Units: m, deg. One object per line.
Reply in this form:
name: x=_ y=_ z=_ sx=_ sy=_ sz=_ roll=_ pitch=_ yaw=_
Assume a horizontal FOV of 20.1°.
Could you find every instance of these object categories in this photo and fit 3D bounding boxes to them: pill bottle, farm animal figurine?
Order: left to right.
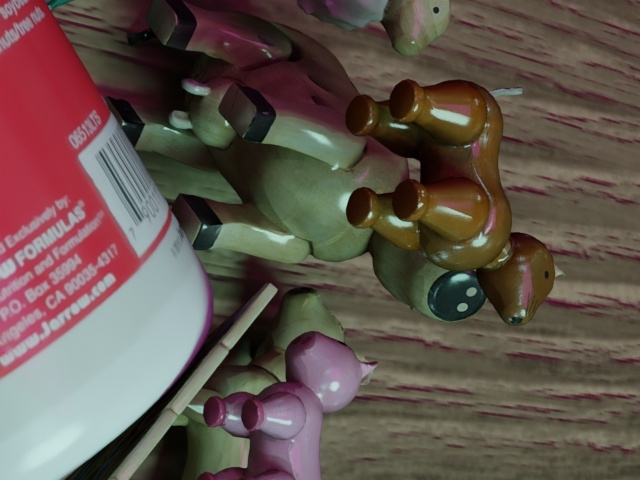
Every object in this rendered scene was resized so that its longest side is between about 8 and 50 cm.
pill bottle: x=-0.236 y=-0.081 z=0.764 sx=0.229 sy=0.229 sz=0.407 roll=-42 pitch=109 yaw=-38
farm animal figurine: x=0.000 y=0.000 z=0.967 sx=0.172 sy=0.330 sz=0.326 roll=10 pitch=46 yaw=-39

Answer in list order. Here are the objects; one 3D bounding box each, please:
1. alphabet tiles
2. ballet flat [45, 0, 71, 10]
alphabet tiles: x=-0.120 y=0.127 z=0.827 sx=0.009 sy=0.237 sz=0.198 roll=41 pitch=55 yaw=-5
ballet flat: x=-0.153 y=-0.147 z=0.957 sx=0.203 sy=0.074 sz=0.074 roll=-37 pitch=107 yaw=-36
